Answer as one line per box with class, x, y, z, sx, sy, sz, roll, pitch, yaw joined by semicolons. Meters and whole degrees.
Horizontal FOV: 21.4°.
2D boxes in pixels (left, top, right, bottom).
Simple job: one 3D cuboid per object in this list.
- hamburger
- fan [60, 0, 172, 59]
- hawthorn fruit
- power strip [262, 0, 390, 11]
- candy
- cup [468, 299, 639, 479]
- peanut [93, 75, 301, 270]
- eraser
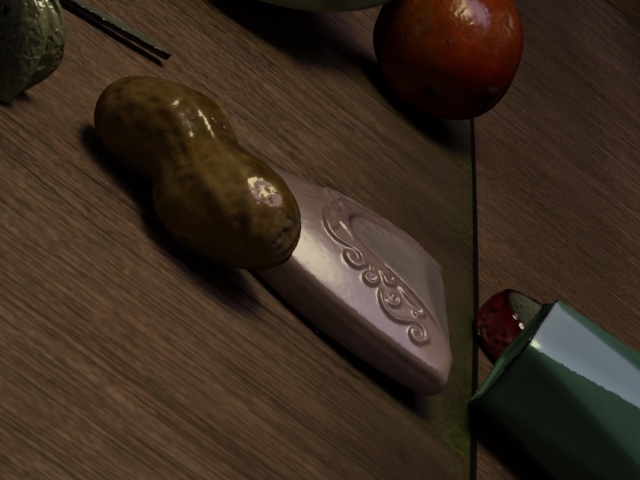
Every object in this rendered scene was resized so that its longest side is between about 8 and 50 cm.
hamburger;-0.228;-0.166;1.192;0.121;0.084;0.054;44;22;14
fan;-0.265;-0.221;1.345;0.294;0.012;0.223;40;20;0
hawthorn fruit;0.141;-0.212;1.838;0.173;0.173;0.173;35;21;-15
power strip;-0.023;-0.385;1.738;0.357;0.161;0.357;13;38;-10
candy;0.180;0.087;1.457;0.103;0.043;0.103;35;20;-15
cup;0.234;0.160;1.294;0.236;0.134;0.148;37;17;0
peanut;-0.091;-0.049;1.204;0.193;0.089;0.089;47;20;27
eraser;0.001;-0.001;1.294;0.243;0.059;0.204;35;21;-14
